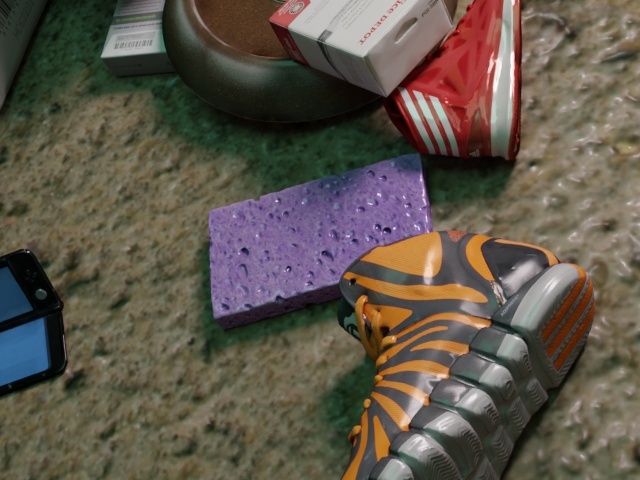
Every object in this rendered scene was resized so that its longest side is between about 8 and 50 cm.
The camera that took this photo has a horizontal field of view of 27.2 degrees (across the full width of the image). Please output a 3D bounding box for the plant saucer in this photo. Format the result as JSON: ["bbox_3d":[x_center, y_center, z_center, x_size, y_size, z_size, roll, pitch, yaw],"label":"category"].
[{"bbox_3d":[-0.016,-0.258,1.328,0.310,0.050,0.311,-6,59,9],"label":"plant saucer"}]

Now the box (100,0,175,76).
[{"bbox_3d":[-0.146,-0.265,1.424,0.145,0.038,0.186,-2,60,22],"label":"box"}]

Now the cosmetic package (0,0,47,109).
[{"bbox_3d":[-0.550,-0.279,1.537,0.453,0.161,0.230,4,62,26],"label":"cosmetic package"}]

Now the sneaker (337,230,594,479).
[{"bbox_3d":[0.064,0.123,1.047,0.180,0.125,0.321,23,60,38],"label":"sneaker"}]

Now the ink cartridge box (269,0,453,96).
[{"bbox_3d":[0.036,-0.196,1.196,0.099,0.056,0.135,-47,45,-14],"label":"ink cartridge box"}]

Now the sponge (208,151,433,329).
[{"bbox_3d":[0.000,0.000,1.195,0.210,0.031,0.117,-15,56,14],"label":"sponge"}]

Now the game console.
[{"bbox_3d":[-0.311,0.083,1.260,0.122,0.107,0.071,-20,25,11],"label":"game console"}]

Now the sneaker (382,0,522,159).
[{"bbox_3d":[0.119,-0.175,1.206,0.128,0.087,0.221,0,58,9],"label":"sneaker"}]
